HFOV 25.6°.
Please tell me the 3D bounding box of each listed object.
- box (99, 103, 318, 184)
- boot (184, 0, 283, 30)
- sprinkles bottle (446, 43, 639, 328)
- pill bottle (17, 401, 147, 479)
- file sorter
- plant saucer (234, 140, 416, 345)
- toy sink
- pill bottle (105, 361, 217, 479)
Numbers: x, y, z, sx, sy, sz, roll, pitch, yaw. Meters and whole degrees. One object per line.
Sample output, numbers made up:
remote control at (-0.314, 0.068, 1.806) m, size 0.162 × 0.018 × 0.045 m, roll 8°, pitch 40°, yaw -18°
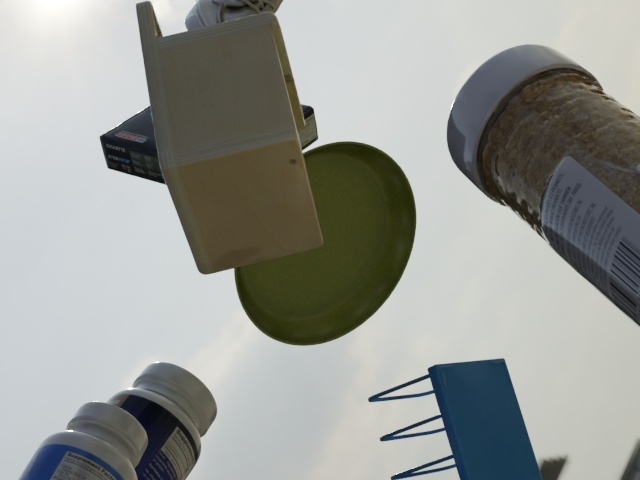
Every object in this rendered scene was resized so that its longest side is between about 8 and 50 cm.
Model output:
box at (-0.140, -0.129, 1.781) m, size 0.175 × 0.220 × 0.051 m, roll -38°, pitch -49°, yaw -38°
boot at (-0.089, -0.292, 1.686) m, size 0.123 × 0.095 × 0.258 m, roll -43°, pitch 25°, yaw 18°
sprinkles bottle at (0.224, -0.012, 0.963) m, size 0.121 × 0.355 × 0.121 m, roll -15°, pitch -53°, yaw -21°
pill bottle at (-0.275, 0.287, 1.536) m, size 0.221 × 0.124 × 0.124 m, roll -63°, pitch -16°, yaw -44°
file sorter at (0.133, 0.213, 1.364) m, size 0.118 × 0.104 × 0.170 m, roll 1°, pitch -112°, yaw -49°
plant saucer at (0.000, 0.000, 1.562) m, size 0.241 × 0.037 × 0.240 m, roll -16°, pitch -61°, yaw -30°
toy sink at (-0.082, -0.113, 1.317) m, size 0.152 × 0.131 × 0.234 m, roll 76°, pitch 180°, yaw -49°
pill bottle at (-0.256, 0.297, 1.908) m, size 0.153 × 0.153 × 0.264 m, roll 94°, pitch -157°, yaw -43°
